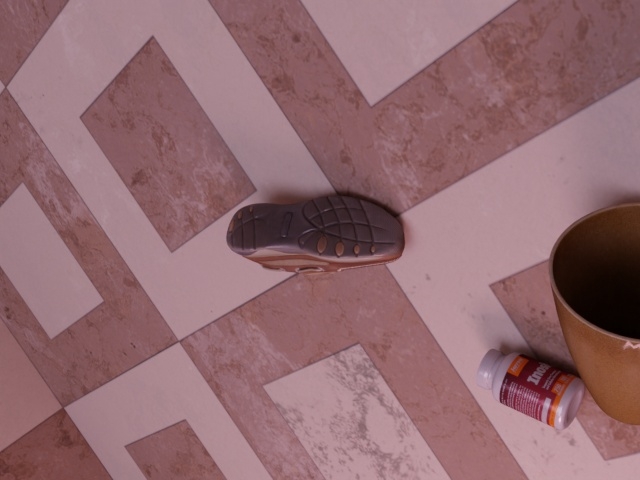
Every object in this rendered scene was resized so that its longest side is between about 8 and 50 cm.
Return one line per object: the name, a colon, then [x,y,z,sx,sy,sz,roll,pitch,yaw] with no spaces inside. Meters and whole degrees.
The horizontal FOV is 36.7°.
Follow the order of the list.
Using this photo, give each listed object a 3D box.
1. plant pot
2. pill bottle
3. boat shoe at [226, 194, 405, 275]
plant pot: [0.417,0.122,1.261,0.237,0.237,0.254,22,143,30]
pill bottle: [0.322,0.225,1.493,0.152,0.086,0.086,22,129,30]
boat shoe: [0.000,0.000,1.631,0.325,0.123,0.116,5,153,30]
